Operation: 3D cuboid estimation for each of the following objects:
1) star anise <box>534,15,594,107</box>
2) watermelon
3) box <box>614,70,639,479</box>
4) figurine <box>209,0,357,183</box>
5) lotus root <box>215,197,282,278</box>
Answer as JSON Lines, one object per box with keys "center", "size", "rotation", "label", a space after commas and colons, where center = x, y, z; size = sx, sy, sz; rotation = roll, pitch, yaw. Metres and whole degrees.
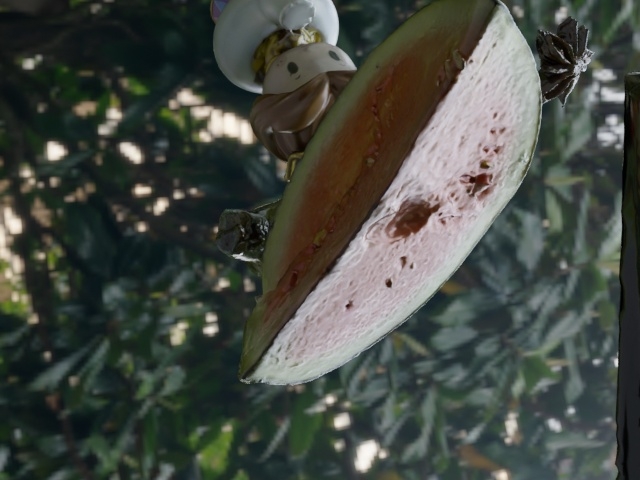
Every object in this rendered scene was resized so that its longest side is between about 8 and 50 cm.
{"center": [0.316, -0.231, 1.737], "size": [0.056, 0.129, 0.124], "rotation": [25, -55, 38], "label": "star anise"}
{"center": [0.038, -0.050, 0.937], "size": [0.128, 0.159, 0.303], "rotation": [44, -69, 28], "label": "watermelon"}
{"center": [0.331, 0.035, 0.735], "size": [0.115, 0.415, 0.264], "rotation": [10, -76, 51], "label": "box"}
{"center": [-0.019, -0.163, 1.364], "size": [0.189, 0.142, 0.263], "rotation": [87, -21, -54], "label": "figurine"}
{"center": [0.000, 0.000, 1.096], "size": [0.113, 0.192, 0.088], "rotation": [-6, -96, 52], "label": "lotus root"}
